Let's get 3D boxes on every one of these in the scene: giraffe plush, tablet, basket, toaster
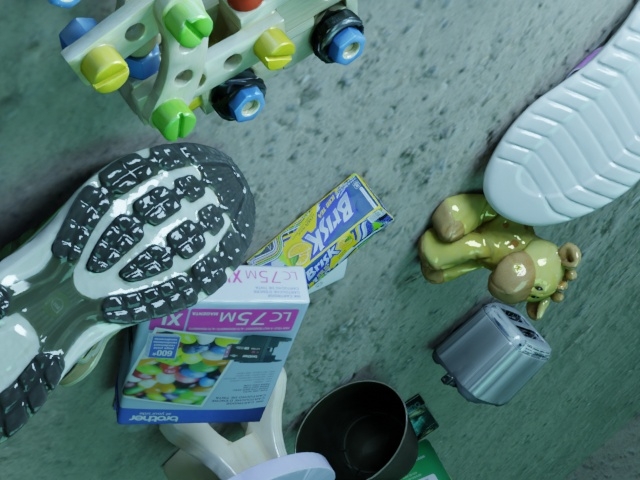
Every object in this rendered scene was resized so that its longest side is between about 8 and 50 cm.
[{"bbox_3d":[0.260,0.022,1.495,0.210,0.170,0.181,-31,153,-9],"label":"giraffe plush"},{"bbox_3d":[-0.002,0.051,1.424,0.083,0.006,0.054,-24,152,-20],"label":"tablet"},{"bbox_3d":[0.082,0.339,1.840,0.204,0.154,0.227,-40,157,4],"label":"basket"},{"bbox_3d":[0.295,0.194,1.870,0.146,0.129,0.227,-47,149,14],"label":"toaster"}]

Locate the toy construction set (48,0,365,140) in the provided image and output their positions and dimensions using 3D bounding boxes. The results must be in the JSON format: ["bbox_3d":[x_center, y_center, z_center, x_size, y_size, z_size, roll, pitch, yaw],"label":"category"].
[{"bbox_3d":[-0.048,-0.193,0.839,0.327,0.151,0.215,-19,151,-7],"label":"toy construction set"}]

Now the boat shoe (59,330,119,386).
[{"bbox_3d":[-0.256,0.102,1.175,0.135,0.050,0.045,-52,145,14],"label":"boat shoe"}]

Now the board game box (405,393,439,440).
[{"bbox_3d":[0.160,0.362,2.095,0.126,0.026,0.186,-34,153,-1],"label":"board game box"}]

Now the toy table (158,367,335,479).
[{"bbox_3d":[-0.109,0.312,1.556,0.252,0.161,0.274,-40,154,9],"label":"toy table"}]

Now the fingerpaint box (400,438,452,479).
[{"bbox_3d":[0.023,0.609,2.166,0.444,0.163,0.371,-18,149,-21],"label":"fingerpaint box"}]

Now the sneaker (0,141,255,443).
[{"bbox_3d":[-0.246,0.036,1.023,0.410,0.158,0.182,-35,-163,-27],"label":"sneaker"}]

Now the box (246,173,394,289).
[{"bbox_3d":[0.000,0.000,1.283,0.169,0.059,0.054,-39,153,8],"label":"box"}]

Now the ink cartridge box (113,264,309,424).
[{"bbox_3d":[-0.140,0.141,1.289,0.185,0.065,0.311,2,142,-17],"label":"ink cartridge box"}]

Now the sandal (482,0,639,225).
[{"bbox_3d":[0.376,-0.180,1.367,0.416,0.169,0.102,-47,-169,21],"label":"sandal"}]
